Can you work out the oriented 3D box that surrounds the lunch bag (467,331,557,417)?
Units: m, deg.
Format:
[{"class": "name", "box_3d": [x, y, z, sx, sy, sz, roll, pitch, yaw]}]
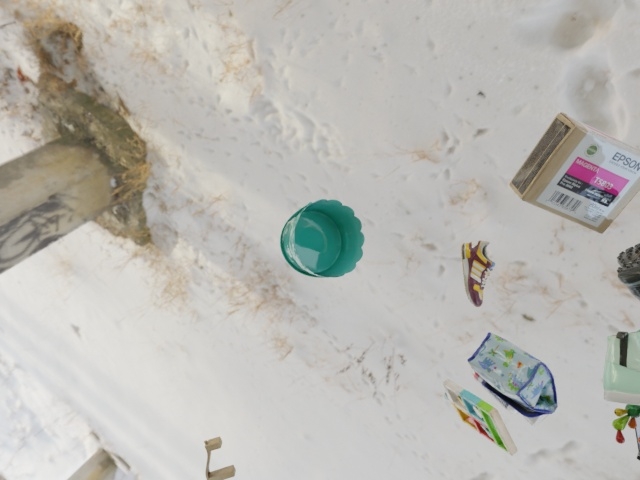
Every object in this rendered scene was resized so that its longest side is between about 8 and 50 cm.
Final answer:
[{"class": "lunch bag", "box_3d": [0.375, 0.266, 0.978, 0.151, 0.096, 0.129, 43, 174, -38]}]

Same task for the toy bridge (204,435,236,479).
[{"class": "toy bridge", "box_3d": [-0.223, 0.524, 1.141, 0.063, 0.026, 0.188, -19, 105, 4]}]

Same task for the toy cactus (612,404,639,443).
[{"class": "toy cactus", "box_3d": [0.828, 0.410, 1.271, 0.112, 0.180, 0.219, 30, 133, -24]}]

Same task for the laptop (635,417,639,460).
[{"class": "laptop", "box_3d": [1.067, 0.554, 1.517, 0.408, 0.382, 0.236, 31, 100, 34]}]

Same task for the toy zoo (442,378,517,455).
[{"class": "toy zoo", "box_3d": [0.522, 0.586, 1.735, 0.192, 0.030, 0.293, 60, 164, -18]}]

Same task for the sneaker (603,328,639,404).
[{"class": "sneaker", "box_3d": [0.645, 0.223, 0.909, 0.256, 0.150, 0.094, -6, 163, 38]}]

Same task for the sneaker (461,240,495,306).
[{"class": "sneaker", "box_3d": [0.445, 0.092, 1.418, 0.084, 0.070, 0.185, -10, 86, 28]}]

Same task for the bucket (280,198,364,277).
[{"class": "bucket", "box_3d": [0.000, 0.000, 1.807, 0.281, 0.281, 0.183, 54, 160, -9]}]

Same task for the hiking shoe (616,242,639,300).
[{"class": "hiking shoe", "box_3d": [0.784, 0.081, 1.207, 0.113, 0.304, 0.132, -36, 83, 42]}]

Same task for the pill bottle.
[{"class": "pill bottle", "box_3d": [0.463, 0.350, 1.221, 0.180, 0.108, 0.107, 45, 145, 36]}]

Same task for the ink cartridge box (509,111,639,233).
[{"class": "ink cartridge box", "box_3d": [0.579, -0.144, 1.129, 0.235, 0.088, 0.193, 19, 120, -13]}]
